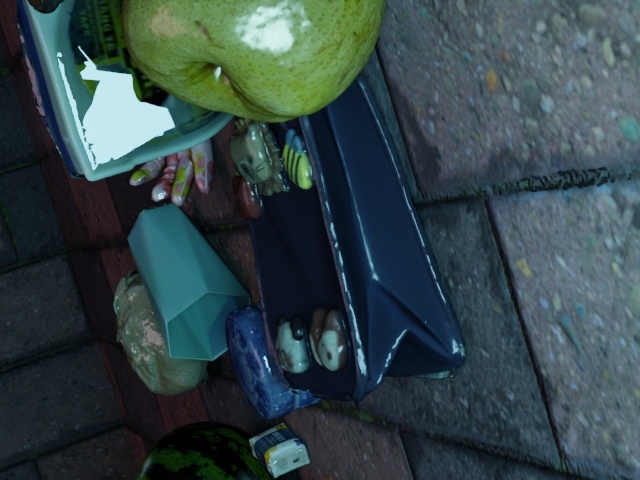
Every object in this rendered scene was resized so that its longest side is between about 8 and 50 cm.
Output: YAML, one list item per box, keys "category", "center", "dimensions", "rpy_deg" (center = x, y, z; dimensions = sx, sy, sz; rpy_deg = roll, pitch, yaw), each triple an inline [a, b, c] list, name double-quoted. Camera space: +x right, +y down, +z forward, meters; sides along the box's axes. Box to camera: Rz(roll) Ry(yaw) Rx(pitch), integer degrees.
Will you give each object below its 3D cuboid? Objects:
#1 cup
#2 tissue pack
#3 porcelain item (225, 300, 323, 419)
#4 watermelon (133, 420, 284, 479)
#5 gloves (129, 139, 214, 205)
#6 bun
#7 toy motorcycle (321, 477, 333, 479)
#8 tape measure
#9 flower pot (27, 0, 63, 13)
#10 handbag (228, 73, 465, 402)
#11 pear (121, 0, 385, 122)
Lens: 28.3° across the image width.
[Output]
- category: "cup"
  center: [-0.209, 0.052, 1.927]
  dimensions: [0.148, 0.134, 0.235]
  rpy_deg: [95, 152, -44]
- category: "tissue pack"
  center: [-0.061, 0.306, 1.854]
  dimensions: [0.083, 0.062, 0.042]
  rpy_deg: [31, 141, 64]
- category: "porcelain item"
  center: [-0.049, 0.142, 1.587]
  dimensions: [0.147, 0.114, 0.147]
  rpy_deg: [162, 90, -72]
- category: "watermelon"
  center: [-0.174, 0.412, 1.981]
  dimensions: [0.269, 0.269, 0.269]
  rpy_deg: [54, 155, 41]
- category: "gloves"
  center: [-0.225, -0.152, 1.810]
  dimensions: [0.241, 0.126, 0.145]
  rpy_deg: [40, 129, 17]
- category: "bun"
  center: [-0.283, 0.159, 2.213]
  dimensions: [0.239, 0.141, 0.239]
  rpy_deg: [161, 90, -75]
- category: "toy motorcycle"
  center: [0.012, 0.445, 1.676]
  dimensions: [0.221, 0.148, 0.325]
  rpy_deg: [38, 143, 19]
- category: "tape measure"
  center: [-0.208, -0.218, 1.468]
  dimensions: [0.138, 0.262, 0.259]
  rpy_deg: [-152, 45, -73]
- category: "flower pot"
  center: [-0.179, -0.349, 1.250]
  dimensions: [0.266, 0.267, 0.266]
  rpy_deg: [53, 153, 42]
- category: "handbag"
  center: [0.000, 0.000, 1.314]
  dimensions: [0.303, 0.122, 0.329]
  rpy_deg: [165, 88, -72]
- category: "pear"
  center: [-0.054, -0.219, 1.107]
  dimensions: [0.228, 0.211, 0.188]
  rpy_deg: [19, 164, 12]
